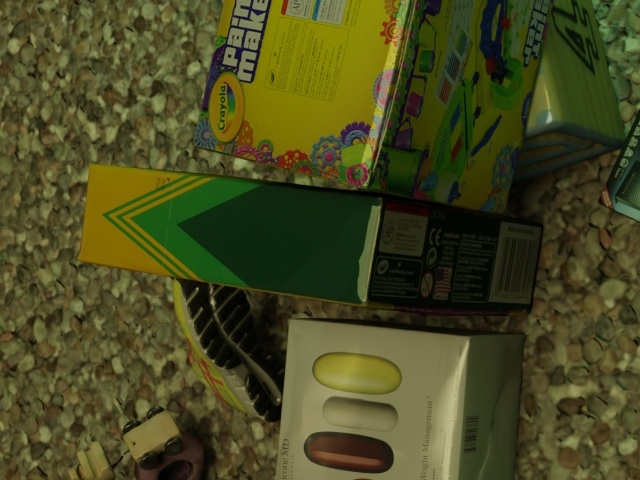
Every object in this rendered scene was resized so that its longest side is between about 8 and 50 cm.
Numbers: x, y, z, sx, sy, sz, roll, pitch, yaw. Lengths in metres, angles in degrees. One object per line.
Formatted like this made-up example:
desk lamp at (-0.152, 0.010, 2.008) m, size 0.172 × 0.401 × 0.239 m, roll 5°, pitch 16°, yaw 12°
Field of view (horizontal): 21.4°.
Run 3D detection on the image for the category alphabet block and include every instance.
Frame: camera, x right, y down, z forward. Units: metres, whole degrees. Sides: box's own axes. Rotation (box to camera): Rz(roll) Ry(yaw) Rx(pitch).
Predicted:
alphabet block at (0.166, -0.167, 1.668) m, size 0.192 × 0.193 × 0.197 m, roll -18°, pitch 78°, yaw 26°

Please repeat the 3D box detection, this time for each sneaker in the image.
sneaker at (-0.115, 0.114, 1.831) m, size 0.094 × 0.081 × 0.208 m, roll 3°, pitch 130°, yaw 44°

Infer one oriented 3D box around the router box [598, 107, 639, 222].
router box at (0.338, -0.071, 1.651) m, size 0.092 × 0.038 × 0.122 m, roll 27°, pitch 100°, yaw 28°

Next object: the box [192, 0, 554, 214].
box at (0.064, -0.188, 1.457) m, size 0.177 × 0.279 × 0.290 m, roll 15°, pitch 93°, yaw 29°

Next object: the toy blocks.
toy blocks at (-0.187, 0.414, 1.842) m, size 0.288 × 0.260 × 0.309 m, roll -30°, pitch 44°, yaw -5°

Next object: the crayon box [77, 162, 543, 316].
crayon box at (0.000, 0.000, 1.653) m, size 0.313 × 0.363 × 0.106 m, roll 9°, pitch 91°, yaw 30°

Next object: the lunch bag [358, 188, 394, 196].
lunch bag at (0.084, -0.087, 1.781) m, size 0.098 × 0.067 × 0.065 m, roll -16°, pitch 80°, yaw 27°

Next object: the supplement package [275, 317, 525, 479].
supplement package at (0.081, 0.182, 1.718) m, size 0.203 × 0.149 × 0.194 m, roll 4°, pitch 89°, yaw 29°
